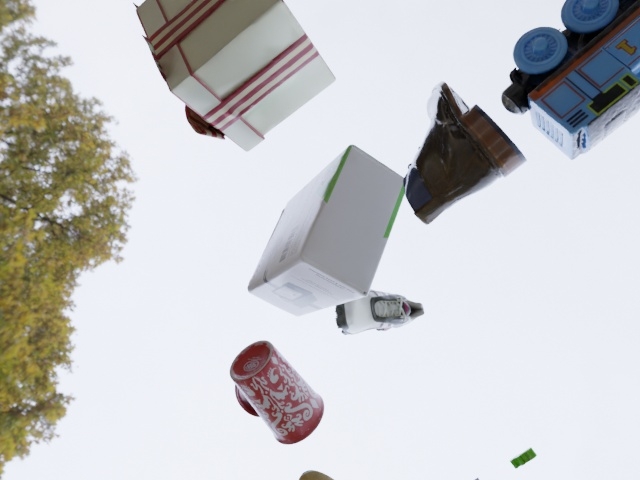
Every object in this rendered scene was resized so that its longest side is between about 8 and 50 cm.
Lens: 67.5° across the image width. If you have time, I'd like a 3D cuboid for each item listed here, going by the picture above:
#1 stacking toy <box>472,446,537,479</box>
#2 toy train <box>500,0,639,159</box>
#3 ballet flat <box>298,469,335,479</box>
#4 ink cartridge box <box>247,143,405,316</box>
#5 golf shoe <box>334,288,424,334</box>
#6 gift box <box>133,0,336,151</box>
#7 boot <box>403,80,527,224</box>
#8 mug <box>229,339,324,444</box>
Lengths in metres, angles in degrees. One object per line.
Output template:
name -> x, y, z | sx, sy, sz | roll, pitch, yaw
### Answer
stacking toy -> 0.388, 0.513, 0.914 | 0.052, 0.221, 0.167 | -9, -128, -44
toy train -> 0.246, -0.160, 0.399 | 0.184, 0.080, 0.105 | -41, -115, 13
ballet flat -> 0.031, 0.572, 1.007 | 0.080, 0.232, 0.073 | -32, -153, 5
ink cartridge box -> 0.000, 0.000, 0.778 | 0.114, 0.273, 0.198 | 29, -114, -14
golf shoe -> 0.124, 0.143, 1.032 | 0.120, 0.272, 0.105 | -14, -104, 31
gift box -> -0.171, -0.350, 0.849 | 0.258, 0.276, 0.255 | -35, -122, 13
boot -> 0.123, -0.100, 0.510 | 0.106, 0.082, 0.219 | -42, -160, 18
mug -> -0.097, 0.280, 0.871 | 0.150, 0.169, 0.113 | -29, -153, 6
